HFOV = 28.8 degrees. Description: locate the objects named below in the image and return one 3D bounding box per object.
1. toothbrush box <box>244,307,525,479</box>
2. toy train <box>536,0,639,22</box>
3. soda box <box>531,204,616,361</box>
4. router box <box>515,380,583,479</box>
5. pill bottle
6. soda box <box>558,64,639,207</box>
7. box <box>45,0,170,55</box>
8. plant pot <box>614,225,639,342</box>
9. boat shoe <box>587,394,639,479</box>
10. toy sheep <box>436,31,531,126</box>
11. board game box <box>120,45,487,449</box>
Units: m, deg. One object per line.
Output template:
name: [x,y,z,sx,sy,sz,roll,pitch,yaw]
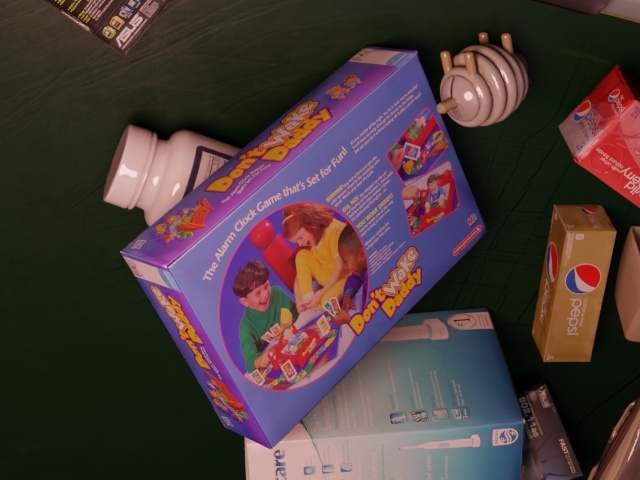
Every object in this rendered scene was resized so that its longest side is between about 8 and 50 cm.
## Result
toothbrush box: [0.061,0.192,1.395,0.296,0.216,0.126,-4,122,-4]
toy train: [0.294,-0.264,1.149,0.334,0.190,0.142,13,120,-13]
soda box: [0.286,0.051,1.418,0.058,0.061,0.181,-1,122,-6]
router box: [0.253,0.243,1.512,0.092,0.038,0.122,-23,84,8]
pill bottle: [-0.122,-0.052,1.287,0.187,0.112,0.112,19,118,-15]
soda box: [0.378,-0.065,1.295,0.263,0.083,0.092,31,117,-21]
box: [-0.202,-0.298,1.168,0.184,0.045,0.190,35,114,-21]
plant pot: [0.392,0.062,1.415,0.109,0.109,0.096,10,132,-12]
boat shoe: [0.410,0.225,1.495,0.132,0.130,0.355,35,90,-8]
toy sheep: [0.162,-0.158,1.259,0.132,0.091,0.091,-27,128,-30]
board game box: [0.000,0.000,1.233,0.347,0.078,0.233,-42,124,-26]
